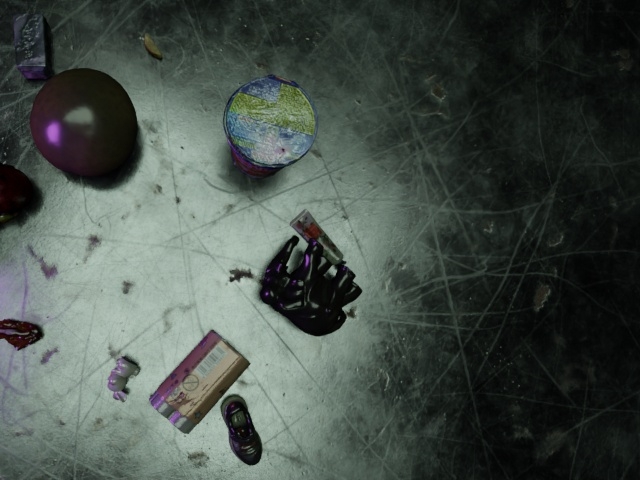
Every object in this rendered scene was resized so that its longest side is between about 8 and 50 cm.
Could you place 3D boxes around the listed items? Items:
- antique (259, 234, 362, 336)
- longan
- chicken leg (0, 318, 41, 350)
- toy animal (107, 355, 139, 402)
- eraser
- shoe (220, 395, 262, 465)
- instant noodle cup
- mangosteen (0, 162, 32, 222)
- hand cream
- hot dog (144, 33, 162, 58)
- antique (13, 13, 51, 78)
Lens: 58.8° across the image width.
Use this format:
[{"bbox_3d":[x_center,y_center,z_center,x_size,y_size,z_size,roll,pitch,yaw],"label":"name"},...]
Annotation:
[{"bbox_3d":[-0.034,0.161,1.841,0.322,0.185,0.255,43,76,-9],"label":"antique"},{"bbox_3d":[-0.701,-0.353,1.696,0.319,0.319,0.319,1,84,-13],"label":"longan"},{"bbox_3d":[-0.944,0.281,1.696,0.205,0.053,0.093,10,97,-8],"label":"chicken leg"},{"bbox_3d":[-0.615,0.423,1.743,0.085,0.071,0.124,38,69,-25],"label":"toy animal"},{"bbox_3d":[-0.377,0.444,1.787,0.171,0.087,0.290,42,77,-3],"label":"eraser"},{"bbox_3d":[-0.246,0.605,1.786,0.099,0.112,0.227,-20,88,-15],"label":"shoe"},{"bbox_3d":[-0.174,-0.326,1.789,0.284,0.312,0.284,2,83,-13],"label":"instant noodle cup"},{"bbox_3d":[-0.951,-0.131,1.672,0.200,0.200,0.200,1,84,-13],"label":"mangosteen"},{"bbox_3d":[0.000,0.000,1.938,0.080,0.050,0.234,-43,88,-9],"label":"hand cream"},{"bbox_3d":[-0.560,-0.638,1.877,0.034,0.030,0.090,-33,92,-12],"label":"hot dog"},{"bbox_3d":[-0.895,-0.600,1.770,0.088,0.086,0.183,-5,86,-12],"label":"antique"}]
